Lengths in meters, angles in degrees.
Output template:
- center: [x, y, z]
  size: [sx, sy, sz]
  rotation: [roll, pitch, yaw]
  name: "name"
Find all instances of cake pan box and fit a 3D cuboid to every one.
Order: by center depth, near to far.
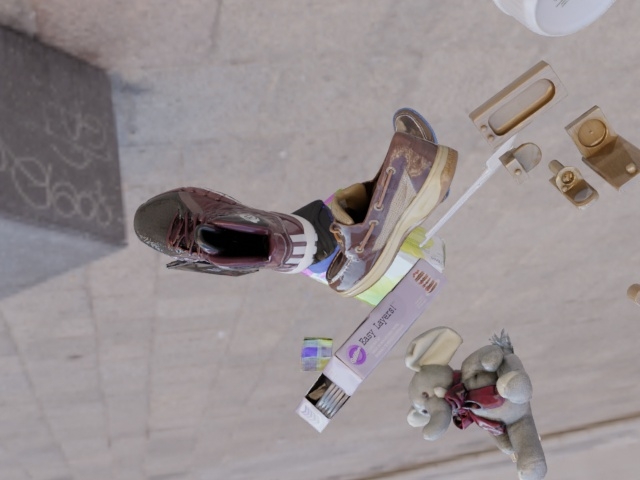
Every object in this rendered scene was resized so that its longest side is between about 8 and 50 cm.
- center: [0.079, 0.178, 1.686]
  size: [0.267, 0.070, 0.245]
  rotation: [-45, 169, -35]
  name: "cake pan box"

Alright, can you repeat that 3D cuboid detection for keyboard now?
- center: [-0.189, 0.037, 1.882]
  size: [0.100, 0.038, 0.192]
  rotation: [-13, 167, 35]
  name: "keyboard"

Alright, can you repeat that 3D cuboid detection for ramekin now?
- center: [0.461, -0.508, 1.914]
  size: [0.273, 0.127, 0.273]
  rotation: [-21, 146, -15]
  name: "ramekin"

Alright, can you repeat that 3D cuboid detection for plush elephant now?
- center: [0.294, 0.320, 2.080]
  size: [0.255, 0.330, 0.271]
  rotation: [-13, 123, 5]
  name: "plush elephant"

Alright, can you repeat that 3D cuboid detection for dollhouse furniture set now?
- center: [0.293, -0.122, 1.232]
  size: [0.144, 0.123, 0.151]
  rotation: [-37, 112, 7]
  name: "dollhouse furniture set"

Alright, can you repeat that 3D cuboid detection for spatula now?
- center: [0.260, -0.087, 1.796]
  size: [0.242, 0.019, 0.168]
  rotation: [-45, 174, -5]
  name: "spatula"

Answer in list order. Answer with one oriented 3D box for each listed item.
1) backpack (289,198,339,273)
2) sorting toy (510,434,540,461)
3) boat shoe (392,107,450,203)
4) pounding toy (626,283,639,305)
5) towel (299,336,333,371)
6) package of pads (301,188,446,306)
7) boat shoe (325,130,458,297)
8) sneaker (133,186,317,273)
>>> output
- center: [0.000, 0.000, 1.905]
  size: [0.098, 0.120, 0.101]
  rotation: [-31, 149, 13]
  name: "backpack"
- center: [0.437, 0.428, 2.198]
  size: [0.075, 0.045, 0.083]
  rotation: [-21, 123, 7]
  name: "sorting toy"
- center: [0.178, -0.146, 1.779]
  size: [0.066, 0.183, 0.066]
  rotation: [-24, -167, 23]
  name: "boat shoe"
- center: [0.635, 0.132, 1.747]
  size: [0.206, 0.181, 0.094]
  rotation: [18, -167, -11]
  name: "pounding toy"
- center: [-0.007, 0.217, 1.917]
  size: [0.060, 0.009, 0.083]
  rotation: [2, 125, -6]
  name: "towel"
- center: [0.095, 0.023, 2.172]
  size: [0.297, 0.101, 0.229]
  rotation: [25, 140, -25]
  name: "package of pads"
- center: [0.072, -0.040, 1.501]
  size: [0.123, 0.123, 0.342]
  rotation: [24, 141, -11]
  name: "boat shoe"
- center: [-0.157, -0.016, 1.351]
  size: [0.281, 0.106, 0.162]
  rotation: [7, -177, 22]
  name: "sneaker"
